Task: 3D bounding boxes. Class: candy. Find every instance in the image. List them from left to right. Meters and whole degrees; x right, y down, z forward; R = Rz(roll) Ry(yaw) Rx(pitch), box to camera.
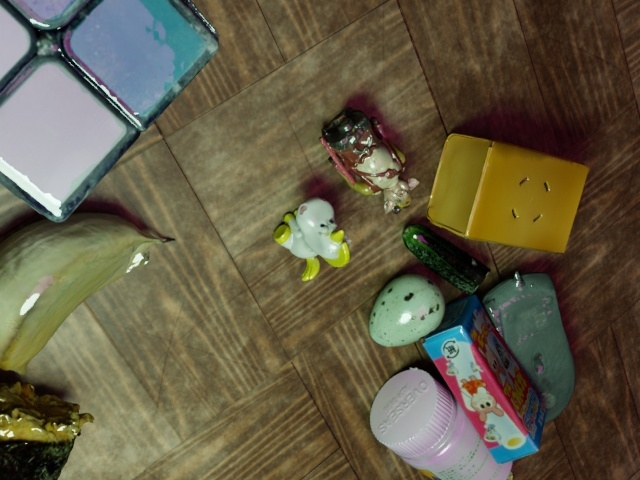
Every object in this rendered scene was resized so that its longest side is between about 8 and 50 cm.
[{"bbox_3d":[0.338,0.280,1.585,0.306,0.100,0.157,59,28,-7],"label":"candy"}]

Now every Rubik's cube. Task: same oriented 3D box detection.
[{"bbox_3d":[-0.375,-0.254,0.984,0.318,0.313,0.316,-49,122,-11],"label":"Rubik's cube"}]

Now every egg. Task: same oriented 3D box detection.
[{"bbox_3d":[0.167,0.141,1.528,0.164,0.131,0.131,-44,122,3],"label":"egg"}]

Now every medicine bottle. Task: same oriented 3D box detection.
[{"bbox_3d":[0.254,0.408,1.624,0.291,0.178,0.178,40,83,-32],"label":"medicine bottle"}]

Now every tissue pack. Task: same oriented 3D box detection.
[{"bbox_3d":[0.374,-0.092,1.570,0.274,0.145,0.194,9,98,-31],"label":"tissue pack"}]

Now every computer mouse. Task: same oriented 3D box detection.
[{"bbox_3d":[0.444,0.228,1.716,0.188,0.122,0.371,-20,110,-16],"label":"computer mouse"}]

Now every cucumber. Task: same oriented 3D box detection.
[{"bbox_3d":[0.250,0.037,1.578,0.241,0.074,0.074,31,87,-30],"label":"cucumber"}]

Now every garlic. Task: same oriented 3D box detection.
[{"bbox_3d":[-0.389,0.044,1.192,0.338,0.151,0.196,-45,149,-20],"label":"garlic"}]

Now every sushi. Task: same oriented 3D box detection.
[{"bbox_3d":[-0.524,0.283,1.110,0.348,0.234,0.207,33,83,-56],"label":"sushi"}]

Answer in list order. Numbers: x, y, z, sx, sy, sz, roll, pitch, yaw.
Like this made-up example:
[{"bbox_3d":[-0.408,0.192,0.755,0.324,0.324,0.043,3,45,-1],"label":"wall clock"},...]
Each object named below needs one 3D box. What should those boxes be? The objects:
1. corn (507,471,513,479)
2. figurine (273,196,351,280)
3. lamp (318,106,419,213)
[{"bbox_3d":[0.366,0.628,1.807,0.091,0.091,0.260,22,97,-15],"label":"corn"},{"bbox_3d":[-0.001,-0.008,1.361,0.109,0.178,0.129,-17,85,-30],"label":"figurine"},{"bbox_3d":[0.103,-0.126,1.421,0.118,0.118,0.253,-45,120,-12],"label":"lamp"}]
